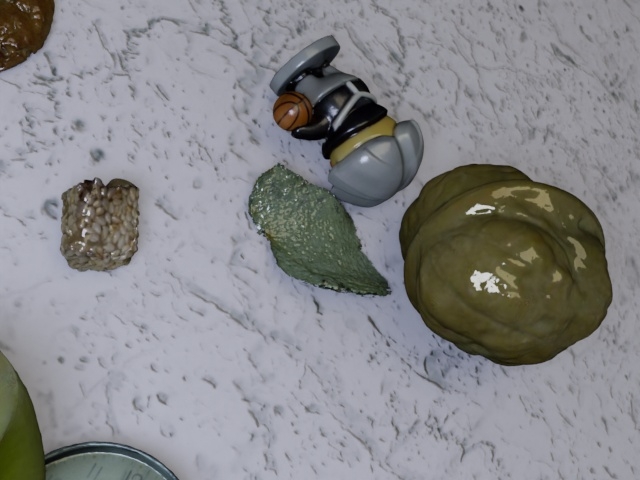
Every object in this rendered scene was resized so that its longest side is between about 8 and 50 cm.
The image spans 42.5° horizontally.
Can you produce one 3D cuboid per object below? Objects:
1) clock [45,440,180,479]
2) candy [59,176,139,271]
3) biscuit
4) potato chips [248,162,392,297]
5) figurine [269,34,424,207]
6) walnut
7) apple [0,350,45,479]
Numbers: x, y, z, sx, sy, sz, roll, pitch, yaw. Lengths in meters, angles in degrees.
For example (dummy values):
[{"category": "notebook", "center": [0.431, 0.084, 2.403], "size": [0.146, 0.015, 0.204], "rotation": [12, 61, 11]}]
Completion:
[{"category": "clock", "center": [-0.229, 0.315, 0.829], "size": [0.226, 0.049, 0.226], "rotation": [8, 57, -13]}, {"category": "candy", "center": [-0.261, -0.021, 0.970], "size": [0.095, 0.085, 0.110], "rotation": [3, 77, -36]}, {"category": "biscuit", "center": [-0.439, -0.304, 1.020], "size": [0.226, 0.042, 0.225], "rotation": [11, 65, -25]}, {"category": "potato chips", "center": [0.002, -0.004, 1.129], "size": [0.167, 0.059, 0.228], "rotation": [-24, 77, -41]}, {"category": "figurine", "center": [0.036, -0.159, 1.169], "size": [0.176, 0.133, 0.236], "rotation": [-37, 87, -36]}, {"category": "walnut", "center": [0.247, 0.035, 1.127], "size": [0.277, 0.253, 0.282], "rotation": [21, 59, -23]}, {"category": "apple", "center": [-0.407, 0.235, 0.634], "size": [0.360, 0.320, 0.311], "rotation": [-8, 94, -2]}]
